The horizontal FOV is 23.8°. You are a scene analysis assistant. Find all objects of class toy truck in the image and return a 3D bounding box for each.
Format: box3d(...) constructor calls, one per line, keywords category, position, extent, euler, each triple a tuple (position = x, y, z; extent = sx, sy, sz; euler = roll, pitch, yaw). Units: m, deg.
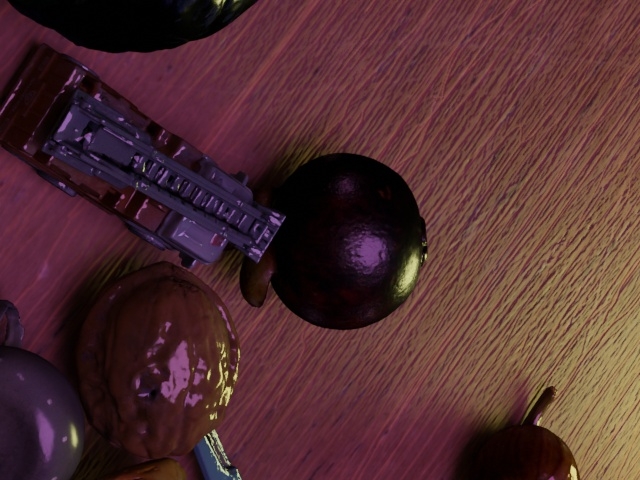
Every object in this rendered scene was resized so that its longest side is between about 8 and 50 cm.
box3d(category="toy truck", position=(-0.194, -0.072, 1.727), extent=(0.338, 0.184, 0.133), euler=(35, 85, -38))

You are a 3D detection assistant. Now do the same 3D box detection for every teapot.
box3d(category="teapot", position=(-0.360, 0.211, 1.722), extent=(0.193, 0.129, 0.294), euler=(3, 100, 6))

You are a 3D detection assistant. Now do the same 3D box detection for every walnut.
box3d(category="walnut", position=(-0.193, 0.144, 1.800), extent=(0.198, 0.198, 0.245), euler=(-3, 104, -35))

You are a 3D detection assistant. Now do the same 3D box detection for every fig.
box3d(category="fig", position=(0.305, 0.339, 2.275), extent=(0.175, 0.207, 0.175), euler=(2, 122, 3))

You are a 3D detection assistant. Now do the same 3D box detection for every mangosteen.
box3d(category="mangosteen", position=(0.000, 0.000, 1.891), extent=(0.266, 0.228, 0.228), euler=(2, 108, 0))

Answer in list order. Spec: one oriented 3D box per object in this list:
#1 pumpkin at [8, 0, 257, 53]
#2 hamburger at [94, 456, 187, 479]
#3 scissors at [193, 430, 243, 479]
box3d(category="pumpkin", position=(-0.188, -0.374, 1.562), extent=(0.363, 0.266, 0.363), euler=(-21, 121, -39))
box3d(category="hamburger", position=(-0.244, 0.341, 1.816), extent=(0.214, 0.214, 0.108), euler=(-23, 77, -28))
box3d(category="scissors", position=(-0.127, 0.341, 1.997), extent=(0.180, 0.032, 0.393), euler=(-47, 126, -45))
